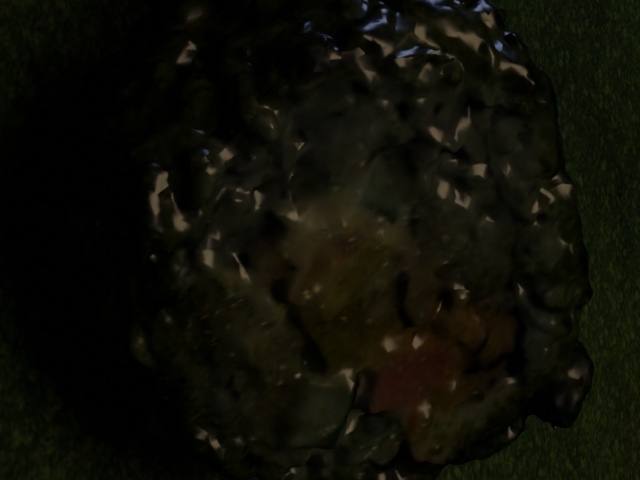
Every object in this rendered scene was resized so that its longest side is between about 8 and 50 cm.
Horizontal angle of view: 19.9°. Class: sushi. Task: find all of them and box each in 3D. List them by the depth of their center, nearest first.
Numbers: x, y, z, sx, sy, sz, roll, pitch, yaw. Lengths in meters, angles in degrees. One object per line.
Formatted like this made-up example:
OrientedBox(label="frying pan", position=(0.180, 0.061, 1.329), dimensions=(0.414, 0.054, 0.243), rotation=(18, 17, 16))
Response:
OrientedBox(label="sushi", position=(0.000, 0.000, 1.105), dimensions=(0.294, 0.178, 0.352), rotation=(-28, 129, -12))
